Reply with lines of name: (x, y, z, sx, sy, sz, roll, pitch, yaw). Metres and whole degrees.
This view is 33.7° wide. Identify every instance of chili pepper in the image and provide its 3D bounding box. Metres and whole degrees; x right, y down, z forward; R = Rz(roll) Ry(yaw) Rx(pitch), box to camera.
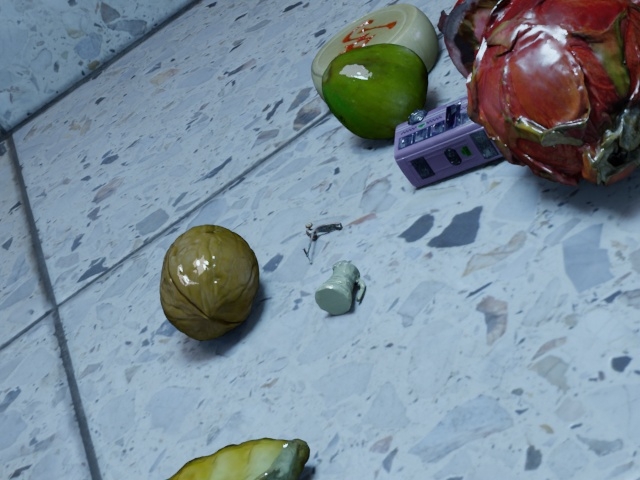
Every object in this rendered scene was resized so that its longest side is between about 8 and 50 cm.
chili pepper: (0.369, -0.401, 1.839, 0.251, 0.229, 0.305, -49, 0, 41)

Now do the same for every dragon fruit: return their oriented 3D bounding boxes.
dragon fruit: (0.346, -0.223, 1.485, 0.277, 0.277, 0.342, -39, 38, -9)

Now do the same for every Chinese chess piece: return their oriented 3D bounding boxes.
Chinese chess piece: (0.109, -0.367, 2.128, 0.273, 0.102, 0.273, -25, 30, 16)

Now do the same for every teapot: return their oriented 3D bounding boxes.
teapot: (0.034, 0.068, 1.595, 0.067, 0.057, 0.083, 17, 41, 8)

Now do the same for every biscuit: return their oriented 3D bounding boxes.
biscuit: (-0.138, 0.367, 1.293, 0.335, 0.078, 0.329, -37, 26, -6)

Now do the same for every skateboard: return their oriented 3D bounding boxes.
skateboard: (0.000, 0.000, 1.758, 0.063, 0.032, 0.083, -10, 32, 19)

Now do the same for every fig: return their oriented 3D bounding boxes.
fig: (0.097, -0.276, 1.925, 0.181, 0.191, 0.181, -166, 90, -70)

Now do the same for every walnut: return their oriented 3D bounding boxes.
walnut: (-0.179, 0.066, 1.705, 0.167, 0.167, 0.207, -27, 31, 13)

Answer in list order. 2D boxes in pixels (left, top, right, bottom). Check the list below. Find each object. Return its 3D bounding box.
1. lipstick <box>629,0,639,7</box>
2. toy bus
lipstick: (0.589, -0.412, 1.724, 0.241, 0.080, 0.080, -29, 29, 10)
toy bus: (0.220, -0.167, 1.713, 0.198, 0.096, 0.108, -20, 36, 29)
